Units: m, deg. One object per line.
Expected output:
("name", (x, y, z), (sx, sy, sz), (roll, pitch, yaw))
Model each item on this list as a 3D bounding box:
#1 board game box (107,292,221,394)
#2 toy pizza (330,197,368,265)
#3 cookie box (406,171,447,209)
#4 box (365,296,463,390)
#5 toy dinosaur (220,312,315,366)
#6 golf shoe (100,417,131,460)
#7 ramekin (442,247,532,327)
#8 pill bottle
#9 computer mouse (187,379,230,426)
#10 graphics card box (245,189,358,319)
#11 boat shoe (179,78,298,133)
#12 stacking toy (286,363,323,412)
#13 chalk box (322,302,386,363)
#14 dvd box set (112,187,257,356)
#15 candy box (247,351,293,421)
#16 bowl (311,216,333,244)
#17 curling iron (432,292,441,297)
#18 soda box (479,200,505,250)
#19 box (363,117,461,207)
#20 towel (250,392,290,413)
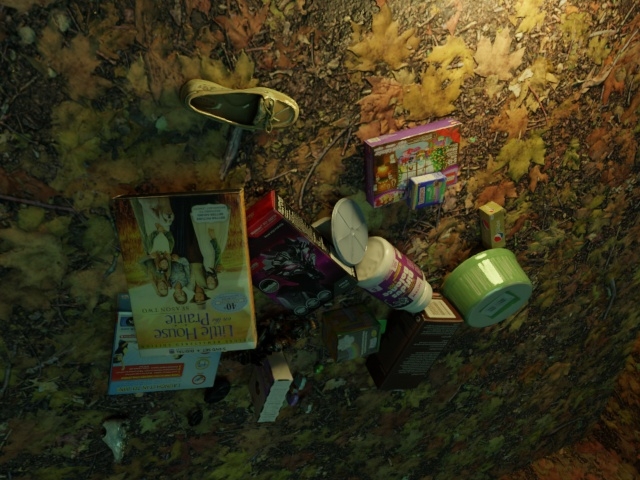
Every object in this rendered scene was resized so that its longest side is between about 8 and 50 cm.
("board game box", (-0.446, 0.303, 1.316), (0.308, 0.086, 0.301), (5, 118, -27))
("toy pizza", (0.080, -0.025, 1.317), (0.032, 0.201, 0.201), (-7, 138, 34))
("cookie box", (0.316, -0.149, 1.335), (0.107, 0.040, 0.091), (-14, 129, -16))
("box", (0.343, 0.389, 1.679), (0.191, 0.143, 0.381), (7, 121, -29))
("toy dinosaur", (-0.178, 0.327, 1.411), (0.322, 0.164, 0.218), (-43, 156, 6))
("golf shoe", (-0.670, 0.643, 1.456), (0.086, 0.069, 0.176), (11, 113, -8))
("ramekin", (0.622, 0.186, 1.652), (0.304, 0.148, 0.303), (-13, 138, -12))
("pill bottle", (0.237, 0.125, 1.465), (0.301, 0.169, 0.169), (35, 102, -36))
("computer mouse", (-0.389, 0.557, 1.541), (0.242, 0.041, 0.071), (-50, 144, 17))
("graphics card box", (-0.093, 0.056, 1.267), (0.233, 0.094, 0.371), (-35, 126, 19))
("boat shoe", (-0.179, -0.306, 1.049), (0.285, 0.089, 0.104), (-1, 120, -25))
("stacking toy", (-0.088, 0.548, 1.633), (0.167, 0.052, 0.221), (7, 110, -37))
("chalk box", (0.127, 0.315, 1.560), (0.213, 0.132, 0.132), (-10, 123, -20))
("dvd box set", (-0.330, 0.086, 1.128), (0.308, 0.062, 0.420), (-3, 106, -3))
("candy box", (-0.173, 0.477, 1.502), (0.070, 0.165, 0.196), (8, 117, -27))
("bowl", (0.000, 0.000, 1.350), (0.142, 0.053, 0.142), (-33, 129, -2))
("curling iron", (0.339, 0.211, 1.650), (0.274, 0.035, 0.068), (9, 116, -29))
("soda box", (0.614, -0.046, 1.596), (0.058, 0.061, 0.181), (-26, 127, -8))
("box", (0.273, -0.229, 1.326), (0.293, 0.057, 0.200), (-18, 127, -14))
("towel", (-0.178, 0.611, 1.672), (0.148, 0.027, 0.110), (-34, 129, -2))
